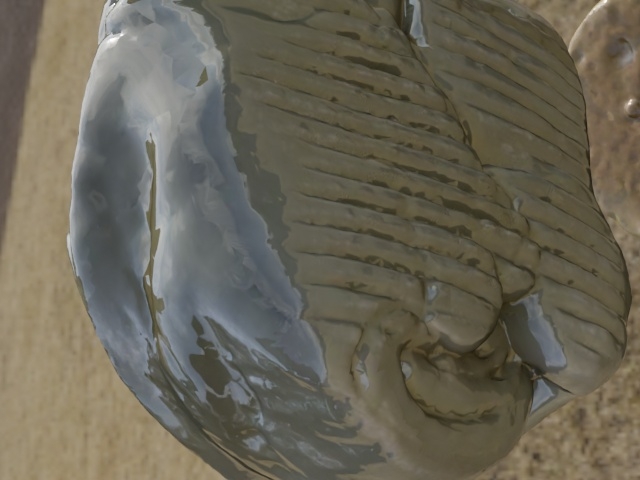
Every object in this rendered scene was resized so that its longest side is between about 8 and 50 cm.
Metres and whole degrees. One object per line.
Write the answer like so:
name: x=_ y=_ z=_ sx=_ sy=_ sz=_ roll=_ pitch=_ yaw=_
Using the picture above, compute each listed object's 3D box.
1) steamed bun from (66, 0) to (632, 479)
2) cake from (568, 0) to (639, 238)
steamed bun: x=0.000 y=0.000 z=0.776 sx=0.255 sy=0.342 sz=0.367 roll=-42 pitch=45 yaw=40
cake: x=0.486 y=-0.173 z=1.472 sx=0.332 sy=0.321 sz=0.332 roll=22 pitch=121 yaw=43
